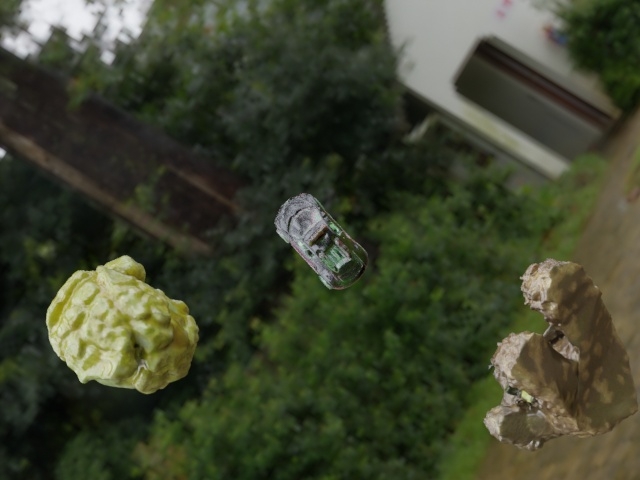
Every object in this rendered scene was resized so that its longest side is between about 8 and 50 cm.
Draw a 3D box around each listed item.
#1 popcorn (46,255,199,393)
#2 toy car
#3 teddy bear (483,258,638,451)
[{"bbox_3d":[-0.313,0.143,2.366,0.195,0.256,0.255,-63,27,16],"label":"popcorn"},{"bbox_3d":[0.000,0.000,1.923,0.069,0.142,0.055,-43,-9,-3],"label":"toy car"},{"bbox_3d":[0.285,0.152,1.920,0.222,0.296,0.246,5,60,50],"label":"teddy bear"}]
